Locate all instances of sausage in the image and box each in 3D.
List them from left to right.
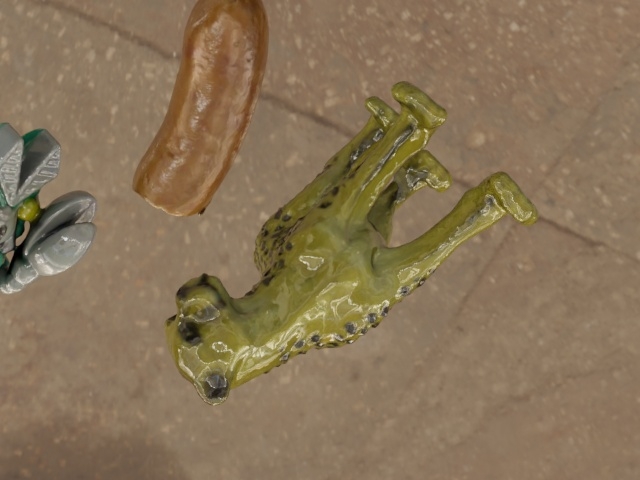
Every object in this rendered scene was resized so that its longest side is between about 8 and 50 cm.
[{"bbox_3d":[-0.124,-0.155,1.123,0.109,0.109,0.270,14,114,-15],"label":"sausage"}]

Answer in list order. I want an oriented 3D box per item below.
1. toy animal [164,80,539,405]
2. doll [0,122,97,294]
[{"bbox_3d":[0.000,0.000,0.436,0.136,0.181,0.073,-43,101,1],"label":"toy animal"},{"bbox_3d":[-0.362,-0.006,1.177,0.195,0.153,0.258,-27,147,-38],"label":"doll"}]
